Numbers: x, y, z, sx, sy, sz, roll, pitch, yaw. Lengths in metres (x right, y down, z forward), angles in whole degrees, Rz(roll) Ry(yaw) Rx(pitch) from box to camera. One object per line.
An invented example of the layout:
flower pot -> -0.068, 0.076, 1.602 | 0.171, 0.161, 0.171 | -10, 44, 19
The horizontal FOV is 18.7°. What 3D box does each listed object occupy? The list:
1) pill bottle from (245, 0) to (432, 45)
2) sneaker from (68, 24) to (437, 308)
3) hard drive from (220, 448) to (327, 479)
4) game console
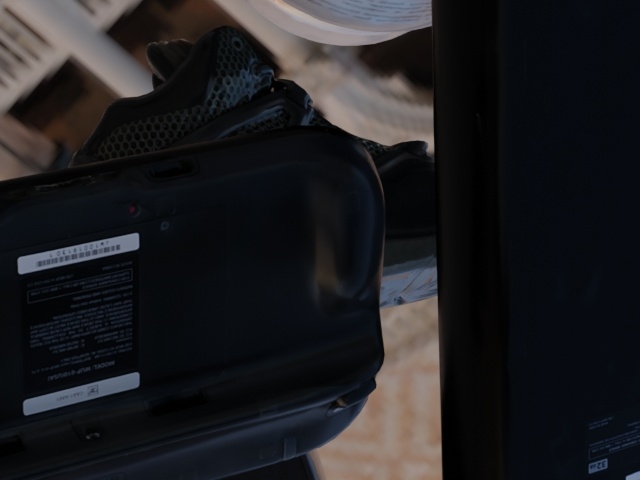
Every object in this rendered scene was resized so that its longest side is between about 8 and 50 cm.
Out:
pill bottle -> 0.037, -0.177, 0.798 | 0.160, 0.160, 0.283 | -55, -176, -13
sneaker -> 0.001, -0.033, 0.822 | 0.087, 0.228, 0.130 | 130, -49, -69
hard drive -> -0.057, 0.186, 0.718 | 0.054, 0.172, 0.254 | 106, -23, -61
game console -> 0.000, 0.000, 0.562 | 0.361, 0.213, 0.044 | -13, -157, -27
